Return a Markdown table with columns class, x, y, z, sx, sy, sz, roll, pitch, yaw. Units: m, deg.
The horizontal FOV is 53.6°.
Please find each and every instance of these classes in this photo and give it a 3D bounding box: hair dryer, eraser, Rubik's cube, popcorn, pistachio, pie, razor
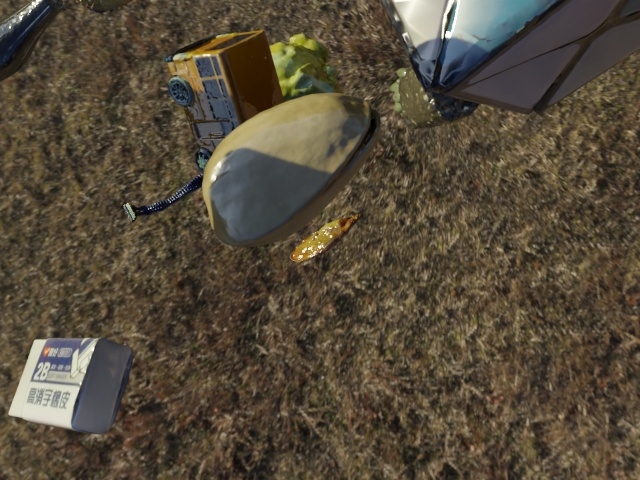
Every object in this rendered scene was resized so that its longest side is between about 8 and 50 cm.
| class | x | y | z | sx | sy | sz | roll | pitch | yaw |
| --- | --- | --- | --- | --- | --- | --- | --- | --- | --- |
| hair dryer | -0.475 | -0.270 | 0.865 | 0.196 | 0.219 | 0.075 | -29 | 99 | 27 |
| eraser | -0.366 | 0.207 | 0.918 | 0.210 | 0.068 | 0.124 | -8 | 64 | 42 |
| Rubik's cube | 0.244 | -0.349 | 0.705 | 0.310 | 0.305 | 0.306 | -33 | 70 | 36 |
| popcorn | -0.102 | -0.391 | 1.694 | 0.312 | 0.312 | 0.312 | 2 | 106 | 9 |
| pistachio | -0.028 | -0.068 | 0.580 | 0.185 | 0.126 | 0.108 | -41 | 124 | 1 |
| pie | -0.002 | 0.002 | 1.303 | 0.191 | 0.088 | 0.033 | -29 | 116 | 35 |
| razor | -0.240 | -0.073 | 1.026 | 0.155 | 0.044 | 0.028 | -30 | 140 | -15 |

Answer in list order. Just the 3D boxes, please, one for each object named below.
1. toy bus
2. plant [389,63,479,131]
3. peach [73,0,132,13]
| class | x | y | z | sx | sy | sz | roll | pitch | yaw |
| --- | --- | --- | --- | --- | --- | --- | --- | --- | --- |
| toy bus | -0.098 | -0.147 | 0.783 | 0.114 | 0.098 | 0.201 | 5 | 123 | 35 |
| plant | 0.215 | -0.274 | 1.177 | 0.132 | 0.194 | 0.129 | -11 | 103 | -12 |
| peach | -0.201 | -0.264 | 0.577 | 0.098 | 0.061 | 0.098 | 0 | 134 | 0 |
